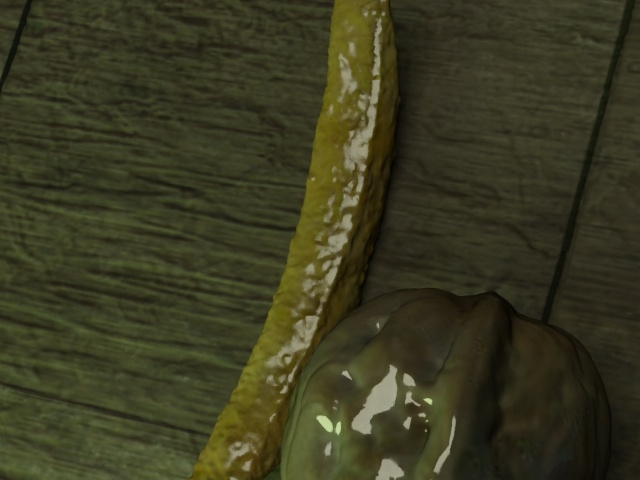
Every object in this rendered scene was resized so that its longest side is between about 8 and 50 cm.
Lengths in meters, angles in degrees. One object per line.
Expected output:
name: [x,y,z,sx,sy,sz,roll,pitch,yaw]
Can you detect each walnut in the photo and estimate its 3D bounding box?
walnut: [0.080,0.132,1.083,0.224,0.224,0.224,-6,70,17]

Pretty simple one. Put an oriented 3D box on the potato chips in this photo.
potato chips: [0.000,0.000,1.224,0.057,0.080,0.407,7,75,38]
